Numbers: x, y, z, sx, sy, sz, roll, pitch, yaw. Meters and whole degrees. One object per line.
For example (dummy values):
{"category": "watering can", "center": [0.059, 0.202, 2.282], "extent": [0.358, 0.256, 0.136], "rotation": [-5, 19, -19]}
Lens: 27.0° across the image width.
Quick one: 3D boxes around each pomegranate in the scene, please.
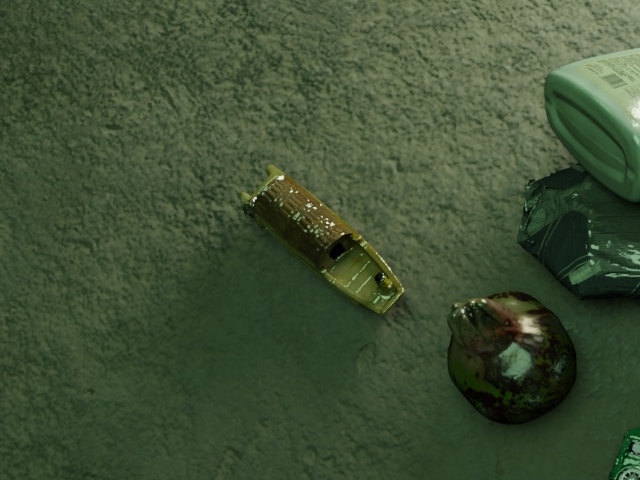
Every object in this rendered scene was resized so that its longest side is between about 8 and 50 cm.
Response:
{"category": "pomegranate", "center": [0.188, 0.103, 1.319], "extent": [0.125, 0.163, 0.138], "rotation": [-17, 45, -6]}

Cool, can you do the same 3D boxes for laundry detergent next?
{"category": "laundry detergent", "center": [0.390, -0.149, 1.341], "extent": [0.280, 0.105, 0.215], "rotation": [-21, 35, -12]}

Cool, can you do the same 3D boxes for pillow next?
{"category": "pillow", "center": [0.362, -0.012, 1.335], "extent": [0.335, 0.092, 0.161], "rotation": [-2, 53, 18]}

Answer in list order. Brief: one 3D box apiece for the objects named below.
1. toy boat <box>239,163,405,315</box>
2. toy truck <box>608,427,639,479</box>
{"category": "toy boat", "center": [0.000, 0.000, 1.443], "extent": [0.068, 0.088, 0.226], "rotation": [-47, 65, -3]}
{"category": "toy truck", "center": [0.355, 0.226, 1.276], "extent": [0.147, 0.065, 0.079], "rotation": [11, 74, 19]}
